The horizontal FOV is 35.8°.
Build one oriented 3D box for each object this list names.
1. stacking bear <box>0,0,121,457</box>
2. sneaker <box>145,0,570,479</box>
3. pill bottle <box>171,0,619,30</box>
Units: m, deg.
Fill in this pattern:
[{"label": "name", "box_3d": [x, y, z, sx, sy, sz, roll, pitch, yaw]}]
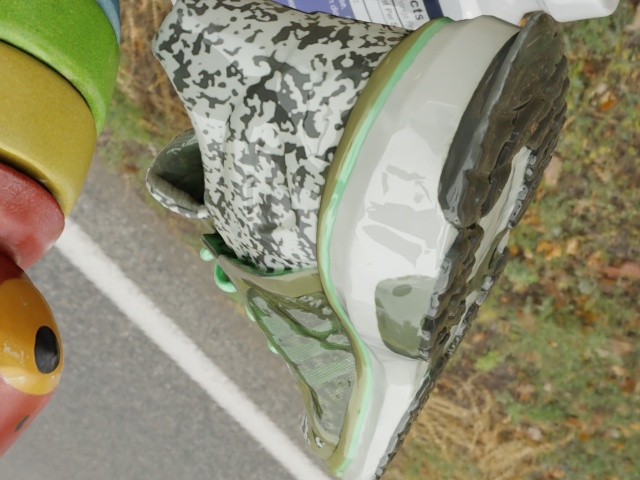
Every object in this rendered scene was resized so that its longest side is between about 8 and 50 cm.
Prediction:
[{"label": "stacking bear", "box_3d": [-0.148, -0.045, 0.365, 0.164, 0.289, 0.175, -2, 159, 6]}, {"label": "sneaker", "box_3d": [0.000, 0.000, 0.531, 0.182, 0.158, 0.410, 30, 154, 13]}, {"label": "pill bottle", "box_3d": [0.047, -0.191, 0.624, 0.265, 0.153, 0.153, 0, 143, 26]}]
